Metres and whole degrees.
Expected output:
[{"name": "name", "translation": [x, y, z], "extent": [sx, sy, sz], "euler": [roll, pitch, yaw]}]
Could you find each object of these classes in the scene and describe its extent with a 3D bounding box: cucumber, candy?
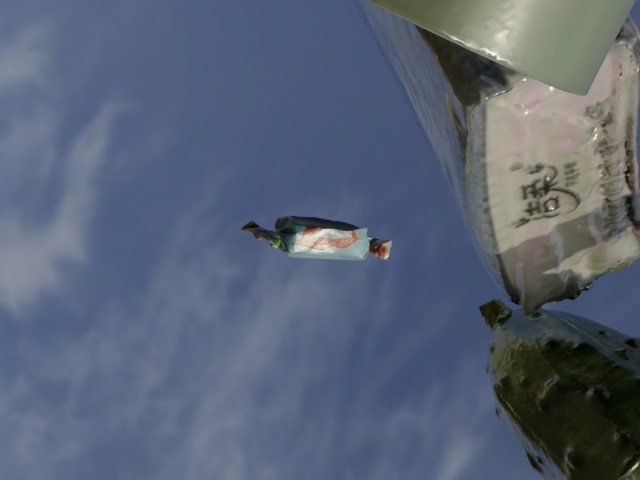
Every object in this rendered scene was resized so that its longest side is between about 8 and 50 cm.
[{"name": "cucumber", "translation": [0.181, 0.111, 1.233], "extent": [0.244, 0.134, 0.134], "euler": [47, -50, 47]}, {"name": "candy", "translation": [0.000, 0.000, 0.911], "extent": [0.030, 0.083, 0.020], "euler": [35, -65, 58]}]

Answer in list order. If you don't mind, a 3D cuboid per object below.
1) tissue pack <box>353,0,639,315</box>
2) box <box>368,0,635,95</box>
[{"name": "tissue pack", "translation": [0.080, -0.181, 1.193], "extent": [0.288, 0.124, 0.394], "euler": [65, 1, -60]}, {"name": "box", "translation": [0.056, -0.183, 0.835], "extent": [0.226, 0.226, 0.149], "euler": [35, -77, 40]}]
